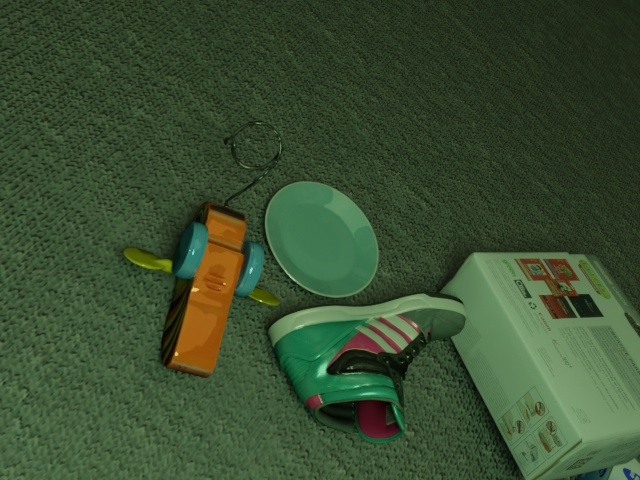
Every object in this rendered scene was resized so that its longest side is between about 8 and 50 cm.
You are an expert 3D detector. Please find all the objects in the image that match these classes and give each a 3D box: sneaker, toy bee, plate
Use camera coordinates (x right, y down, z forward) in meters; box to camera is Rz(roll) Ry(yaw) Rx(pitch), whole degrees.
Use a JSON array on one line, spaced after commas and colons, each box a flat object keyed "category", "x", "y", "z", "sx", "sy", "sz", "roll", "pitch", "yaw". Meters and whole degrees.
[{"category": "sneaker", "x": 0.090, "y": 0.170, "z": 1.064, "sx": 0.295, "sy": 0.124, "sz": 0.178, "roll": -5, "pitch": 61, "yaw": -26}, {"category": "toy bee", "x": -0.128, "y": 0.021, "z": 1.021, "sx": 0.195, "sy": 0.162, "sz": 0.298, "roll": 41, "pitch": 74, "yaw": -16}, {"category": "plate", "x": 0.000, "y": 0.000, "z": 1.176, "sx": 0.188, "sy": 0.024, "sz": 0.188, "roll": 15, "pitch": 57, "yaw": -25}]

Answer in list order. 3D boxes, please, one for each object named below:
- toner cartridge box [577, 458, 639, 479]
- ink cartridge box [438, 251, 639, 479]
[{"category": "toner cartridge box", "x": 0.506, "y": 0.484, "z": 1.170, "sx": 0.348, "sy": 0.075, "sz": 0.165, "roll": 47, "pitch": 42, "yaw": 1}, {"category": "ink cartridge box", "x": 0.359, "y": 0.171, "z": 1.189, "sx": 0.272, "sy": 0.130, "sz": 0.309, "roll": 0, "pitch": 49, "yaw": -31}]
